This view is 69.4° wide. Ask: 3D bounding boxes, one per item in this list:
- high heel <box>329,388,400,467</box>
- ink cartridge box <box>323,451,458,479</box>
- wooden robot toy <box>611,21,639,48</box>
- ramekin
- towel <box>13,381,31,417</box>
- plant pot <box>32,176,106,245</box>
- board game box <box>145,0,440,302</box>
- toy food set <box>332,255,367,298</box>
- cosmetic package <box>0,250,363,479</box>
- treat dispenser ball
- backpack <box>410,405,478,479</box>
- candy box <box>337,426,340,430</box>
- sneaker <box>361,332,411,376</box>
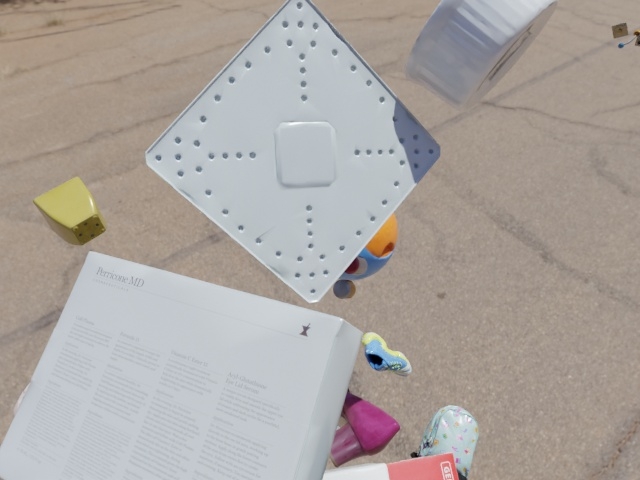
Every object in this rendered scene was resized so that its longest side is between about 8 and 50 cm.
[{"bbox_3d":[0.101,0.434,1.236,0.181,0.127,0.377,-28,19,5],"label":"high heel"},{"bbox_3d":[0.087,0.416,0.527,0.260,0.066,0.297,-2,66,-16],"label":"ink cartridge box"},{"bbox_3d":[0.742,-0.464,1.015,0.173,0.076,0.079,27,56,31],"label":"wooden robot toy"},{"bbox_3d":[0.301,-0.378,0.860,0.135,0.277,0.277,43,54,9],"label":"ramekin"},{"bbox_3d":[-0.409,0.231,0.812,0.331,0.053,0.317,11,71,47],"label":"towel"},{"bbox_3d":[-0.411,-0.040,0.780,0.083,0.082,0.081,37,60,26],"label":"plant pot"},{"bbox_3d":[-0.031,-0.153,0.829,0.390,0.390,0.050,-49,17,-6],"label":"board game box"},{"bbox_3d":[0.009,0.005,0.944,0.111,0.104,0.232,-32,71,19],"label":"toy food set"},{"bbox_3d":[-0.170,0.189,0.541,0.376,0.097,0.285,12,76,25],"label":"cosmetic package"},{"bbox_3d":[0.086,-0.025,1.380,0.287,0.288,0.288,-1,41,1],"label":"treat dispenser ball"},{"bbox_3d":[0.332,0.519,1.182,0.151,0.115,0.182,24,67,3],"label":"backpack"},{"bbox_3d":[0.065,0.663,1.640,0.053,0.187,0.109,-28,9,8],"label":"candy box"},{"bbox_3d":[0.233,0.441,1.653,0.240,0.091,0.126,40,27,-14],"label":"sneaker"}]
